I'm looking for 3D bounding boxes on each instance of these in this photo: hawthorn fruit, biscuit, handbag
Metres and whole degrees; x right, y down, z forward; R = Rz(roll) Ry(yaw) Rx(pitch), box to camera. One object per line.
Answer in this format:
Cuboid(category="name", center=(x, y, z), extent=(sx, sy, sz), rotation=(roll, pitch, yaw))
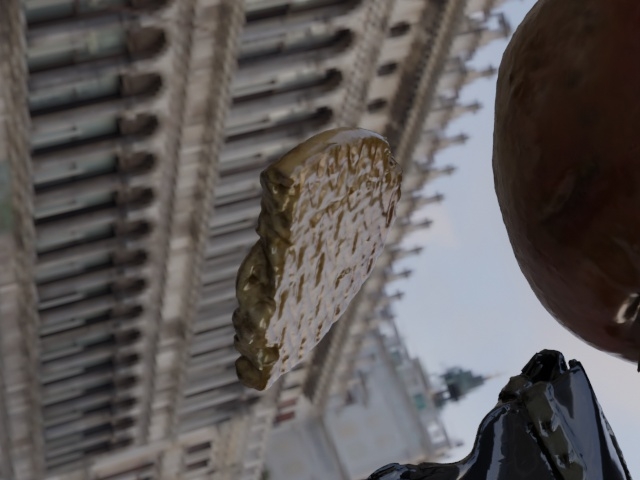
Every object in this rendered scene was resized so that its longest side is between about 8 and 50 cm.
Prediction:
Cuboid(category="hawthorn fruit", center=(0.316, -0.054, 1.144), extent=(0.403, 0.403, 0.403), rotation=(166, -90, -71))
Cuboid(category="biscuit", center=(-0.001, -0.001, 0.921), extent=(0.033, 0.144, 0.224), rotation=(38, -35, 23))
Cuboid(category="handbag", center=(0.113, 0.251, 0.978), extent=(0.152, 0.342, 0.288), rotation=(21, -47, 51))
